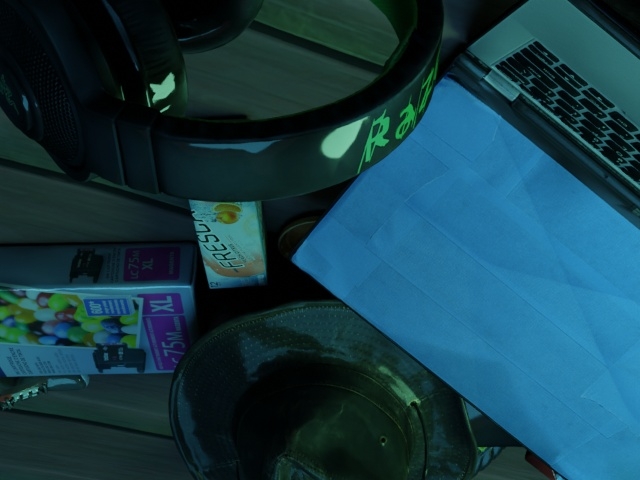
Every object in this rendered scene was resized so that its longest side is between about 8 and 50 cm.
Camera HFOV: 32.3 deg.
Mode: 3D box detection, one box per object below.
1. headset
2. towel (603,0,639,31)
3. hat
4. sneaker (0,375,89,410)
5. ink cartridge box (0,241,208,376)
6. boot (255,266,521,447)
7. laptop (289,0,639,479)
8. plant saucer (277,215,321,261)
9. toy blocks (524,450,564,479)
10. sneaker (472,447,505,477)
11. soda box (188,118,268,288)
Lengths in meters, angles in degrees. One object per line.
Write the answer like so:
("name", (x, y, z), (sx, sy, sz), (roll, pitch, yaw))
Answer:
("headset", (-0.119, -0.165, 0.655), (0.394, 0.243, 0.185), (17, 140, 15))
("towel", (0.358, -0.096, 0.709), (0.312, 0.324, 0.056), (11, 114, -24))
("hat", (-0.003, 0.221, 1.060), (0.331, 0.134, 0.331), (3, 124, 4))
("sneaker", (-0.348, 0.170, 1.275), (0.158, 0.065, 0.061), (4, 146, -8))
("ink cartridge box", (-0.277, 0.076, 1.146), (0.311, 0.065, 0.186), (1, 146, 0))
("boot", (0.144, 0.208, 1.184), (0.445, 0.146, 0.367), (-1, 110, -7))
("laptop", (0.199, 0.049, 0.815), (0.382, 0.236, 0.408), (38, 180, -4))
("plant saucer", (0.000, 0.000, 1.079), (0.083, 0.013, 0.083), (-1, 145, -1))
("toy blocks", (0.365, 0.283, 1.084), (0.261, 0.191, 0.381), (-20, 111, 9))
("sneaker", (0.088, 0.249, 1.362), (0.384, 0.147, 0.145), (-39, 107, 20))
("soda box", (-0.082, -0.028, 0.990), (0.058, 0.063, 0.183), (-3, 146, 2))
